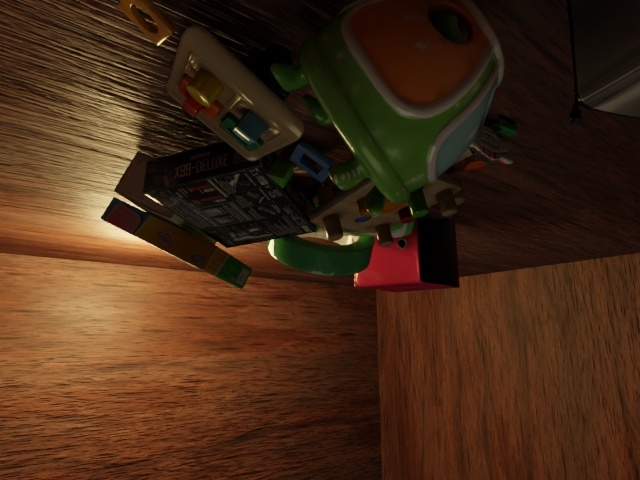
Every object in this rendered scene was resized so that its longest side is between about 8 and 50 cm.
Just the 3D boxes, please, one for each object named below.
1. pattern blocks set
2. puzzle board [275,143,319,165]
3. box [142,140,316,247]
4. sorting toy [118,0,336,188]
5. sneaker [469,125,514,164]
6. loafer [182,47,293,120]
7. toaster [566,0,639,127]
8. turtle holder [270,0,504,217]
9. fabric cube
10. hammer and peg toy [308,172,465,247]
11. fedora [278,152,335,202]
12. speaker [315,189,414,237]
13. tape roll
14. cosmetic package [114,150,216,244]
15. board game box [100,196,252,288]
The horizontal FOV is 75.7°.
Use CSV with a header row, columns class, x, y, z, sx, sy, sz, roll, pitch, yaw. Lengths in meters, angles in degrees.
class,x,y,z,sx,sy,sz,roll,pitch,yaw
pattern blocks set,0.250,-0.197,0.900,0.285,0.026,0.324,10,163,-37
puzzle board,-0.074,-0.190,0.961,0.096,0.011,0.128,-8,165,26
box,-0.169,-0.085,0.871,0.242,0.077,0.307,-10,156,17
sorting toy,-0.135,-0.180,0.575,0.347,0.047,0.196,39,162,-21
sneaker,0.319,-0.176,0.810,0.157,0.061,0.064,12,168,-39
loafer,-0.139,-0.228,0.653,0.223,0.079,0.076,-8,164,32
toaster,0.376,-0.223,0.454,0.167,0.186,0.110,3,171,-10
turtle holder,0.114,-0.171,0.552,0.227,0.244,0.320,-33,143,14
fabric cube,0.288,0.036,1.400,0.258,0.255,0.258,-10,164,43
hammer and peg toy,0.179,-0.077,0.952,0.361,0.128,0.265,7,152,-44
fedora,-0.060,-0.146,0.950,0.194,0.079,0.194,-5,159,-2
speaker,0.115,-0.075,1.195,0.296,0.131,0.131,2,166,-9
tape roll,0.000,0.000,1.252,0.320,0.077,0.321,9,-158,-4
cosmetic package,-0.360,-0.089,1.056,0.160,0.113,0.309,25,170,9
board game box,-0.359,0.014,1.064,0.316,0.064,0.242,24,169,16
